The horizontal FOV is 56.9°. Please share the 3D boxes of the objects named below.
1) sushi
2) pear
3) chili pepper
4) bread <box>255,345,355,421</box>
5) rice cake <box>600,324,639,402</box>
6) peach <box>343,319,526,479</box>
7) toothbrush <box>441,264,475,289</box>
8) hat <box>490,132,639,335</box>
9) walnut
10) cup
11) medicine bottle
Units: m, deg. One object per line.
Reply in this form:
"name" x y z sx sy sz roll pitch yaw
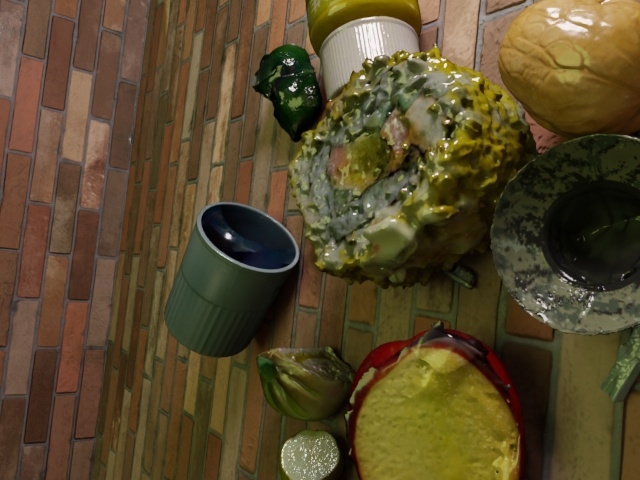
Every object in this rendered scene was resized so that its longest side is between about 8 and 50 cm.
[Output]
"sushi" 0.148 -0.104 0.976 0.396 0.239 0.352 -41 48 38
"pear" -0.016 0.464 1.216 0.104 0.140 0.141 73 170 -48
"chili pepper" -0.086 -0.397 1.484 0.148 0.116 0.265 -41 52 39
"bread" -0.045 0.306 1.253 0.260 0.157 0.157 -30 63 51
"rice cake" 0.406 0.123 0.743 0.030 0.042 0.180 42 117 53
"peach" 0.184 0.306 0.896 0.257 0.201 0.362 -17 82 15
"toothbrush" 0.183 0.020 1.096 0.294 0.026 0.028 35 103 53
"hat" 0.365 -0.007 0.752 0.265 0.128 0.266 -4 85 53
"walnut" 0.342 -0.226 0.773 0.225 0.193 0.193 43 118 41
"cup" -0.246 0.083 1.495 0.311 0.256 0.331 -61 41 29
"medicine bottle" 0.085 -0.437 1.158 0.224 0.224 0.385 -30 61 48
